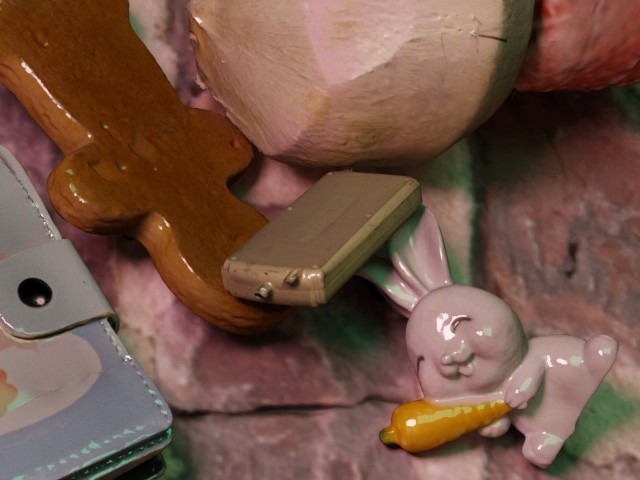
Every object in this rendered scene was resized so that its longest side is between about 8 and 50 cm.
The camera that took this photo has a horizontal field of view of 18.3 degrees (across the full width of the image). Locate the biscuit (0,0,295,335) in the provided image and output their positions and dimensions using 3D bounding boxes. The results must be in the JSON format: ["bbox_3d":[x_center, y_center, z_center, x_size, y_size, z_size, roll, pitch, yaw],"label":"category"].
[{"bbox_3d":[-0.125,-0.057,1.326,0.301,0.049,0.197,51,36,9],"label":"biscuit"}]

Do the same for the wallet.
[{"bbox_3d":[-0.215,0.063,1.214,0.176,0.075,0.250,-23,65,-26],"label":"wallet"}]

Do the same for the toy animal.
[{"bbox_3d":[0.090,0.071,1.325,0.182,0.131,0.127,30,17,-6],"label":"toy animal"}]

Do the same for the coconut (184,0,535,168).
[{"bbox_3d":[0.013,-0.161,1.370,0.230,0.227,0.227,6,52,-25],"label":"coconut"}]

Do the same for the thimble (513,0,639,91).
[{"bbox_3d":[0.181,-0.221,1.474,0.162,0.239,0.239,-4,56,-24],"label":"thimble"}]

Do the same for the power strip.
[{"bbox_3d":[0.000,0.000,1.287,0.076,0.028,0.169,7,29,29],"label":"power strip"}]
